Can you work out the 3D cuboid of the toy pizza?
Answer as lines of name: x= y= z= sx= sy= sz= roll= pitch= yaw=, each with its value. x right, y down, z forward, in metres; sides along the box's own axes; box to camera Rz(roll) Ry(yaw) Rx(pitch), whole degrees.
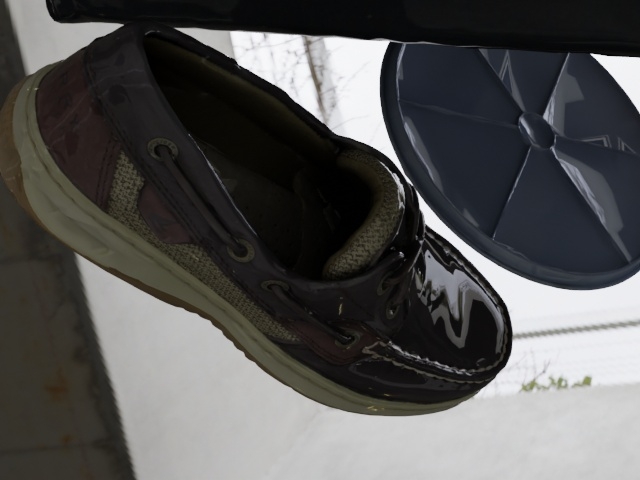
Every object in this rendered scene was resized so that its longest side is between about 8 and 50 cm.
toy pizza: x=0.120 y=-0.057 z=0.638 sx=0.201 sy=0.201 sz=0.032 roll=46 pitch=-40 yaw=3

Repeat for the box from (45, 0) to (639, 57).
box: x=0.109 y=-0.329 z=0.412 sx=0.472 sy=0.297 sz=0.480 roll=14 pitch=-65 yaw=43

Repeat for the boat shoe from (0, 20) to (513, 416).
boat shoe: x=0.000 y=0.000 z=0.476 sx=0.285 sy=0.103 sz=0.092 roll=32 pitch=-38 yaw=-32
